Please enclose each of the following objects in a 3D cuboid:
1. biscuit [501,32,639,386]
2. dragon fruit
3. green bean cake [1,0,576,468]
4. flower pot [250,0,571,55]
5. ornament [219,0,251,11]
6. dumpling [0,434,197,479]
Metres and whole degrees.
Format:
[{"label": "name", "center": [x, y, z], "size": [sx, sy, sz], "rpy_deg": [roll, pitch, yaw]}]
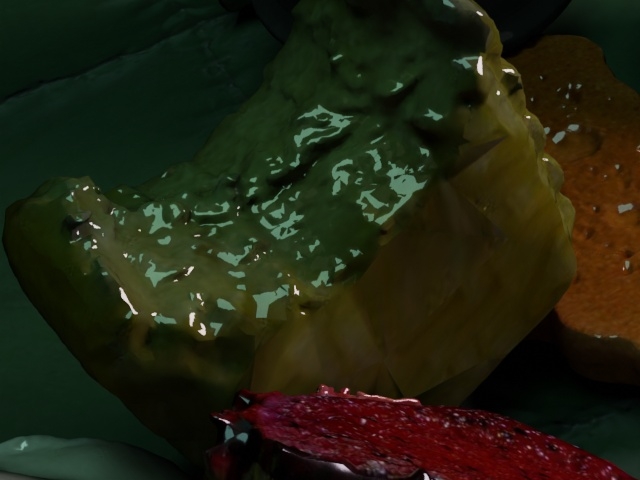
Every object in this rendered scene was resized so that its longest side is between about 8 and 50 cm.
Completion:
[{"label": "biscuit", "center": [0.141, -0.020, 0.874], "size": [0.202, 0.047, 0.334], "rpy_deg": [-25, 39, -14]}, {"label": "dragon fruit", "center": [0.053, 0.144, 0.613], "size": [0.262, 0.163, 0.189], "rpy_deg": [18, 65, -20]}, {"label": "green bean cake", "center": [0.000, 0.000, 0.710], "size": [0.236, 0.233, 0.124], "rpy_deg": [-45, 48, -6]}, {"label": "flower pot", "center": [0.054, -0.238, 0.984], "size": [0.235, 0.148, 0.235], "rpy_deg": [-6, 49, 7]}, {"label": "ornament", "center": [0.004, -0.211, 1.114], "size": [0.156, 0.081, 0.075], "rpy_deg": [-4, 17, 16]}, {"label": "dumpling", "center": [-0.091, 0.191, 0.622], "size": [0.175, 0.243, 0.227], "rpy_deg": [-31, 0, 43]}]
